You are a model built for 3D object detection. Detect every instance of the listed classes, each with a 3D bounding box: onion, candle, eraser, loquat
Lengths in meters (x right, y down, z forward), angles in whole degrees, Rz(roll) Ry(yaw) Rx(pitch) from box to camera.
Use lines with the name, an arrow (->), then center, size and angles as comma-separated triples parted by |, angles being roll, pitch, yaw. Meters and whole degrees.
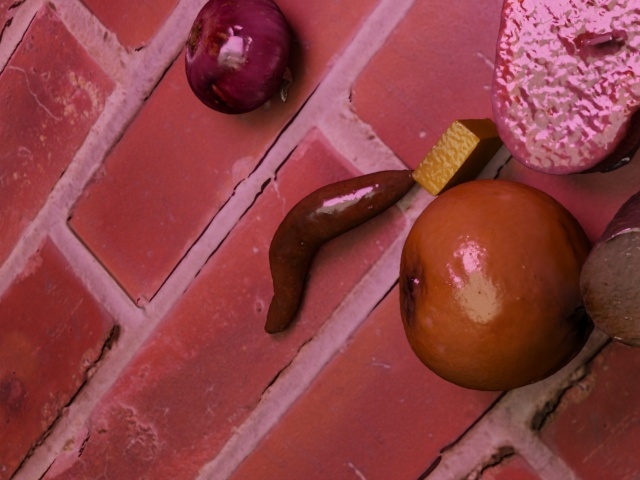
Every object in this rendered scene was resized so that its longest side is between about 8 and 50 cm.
onion -> -0.113, -0.264, 1.643 | 0.153, 0.177, 0.177 | -9, 93, -13
candle -> 0.333, -0.247, 1.422 | 0.317, 0.131, 0.287 | -35, 77, 26
eraser -> 0.182, -0.110, 1.521 | 0.045, 0.122, 0.097 | 43, 115, 15
loquat -> 0.212, 0.055, 1.452 | 0.263, 0.263, 0.263 | 4, 98, 28

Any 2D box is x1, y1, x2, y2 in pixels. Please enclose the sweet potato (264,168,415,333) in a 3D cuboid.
sweet potato -> -0.007, -0.002, 1.664 | 0.108, 0.079, 0.346 | 42, 118, 4

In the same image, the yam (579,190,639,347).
yam -> 0.394, 0.023, 1.356 | 0.161, 0.268, 0.161 | 6, 106, 19
